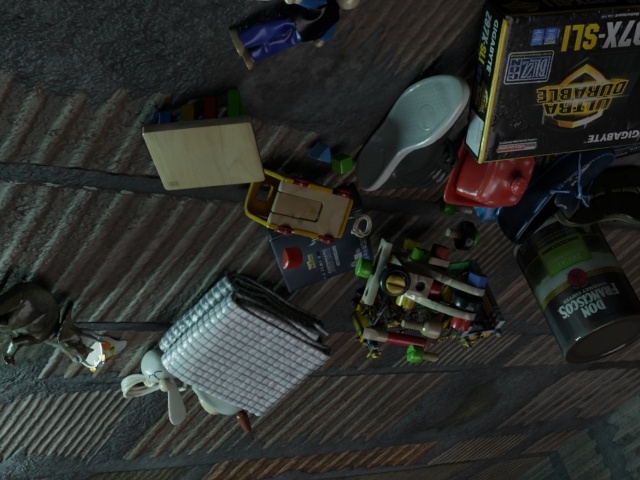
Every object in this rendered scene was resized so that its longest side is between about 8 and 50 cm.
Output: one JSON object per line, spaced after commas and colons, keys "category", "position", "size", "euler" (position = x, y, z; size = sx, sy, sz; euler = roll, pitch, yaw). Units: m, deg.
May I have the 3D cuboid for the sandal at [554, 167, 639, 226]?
{"category": "sandal", "position": [0.595, -0.086, 2.253], "size": [0.303, 0.120, 0.086], "euler": [-2, 174, -27]}

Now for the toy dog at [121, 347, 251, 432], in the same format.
{"category": "toy dog", "position": [-0.247, 0.335, 2.327], "size": [0.334, 0.161, 0.220], "euler": [3, 143, -37]}

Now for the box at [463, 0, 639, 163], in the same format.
{"category": "box", "position": [0.404, -0.266, 1.730], "size": [0.322, 0.079, 0.257], "euler": [-7, 124, -17]}

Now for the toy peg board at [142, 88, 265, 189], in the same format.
{"category": "toy peg board", "position": [-0.176, -0.158, 1.653], "size": [0.161, 0.079, 0.161], "euler": [-5, 150, 3]}

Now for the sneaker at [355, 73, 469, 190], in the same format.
{"category": "sneaker", "position": [0.191, -0.181, 1.817], "size": [0.147, 0.104, 0.296], "euler": [-2, 151, -34]}

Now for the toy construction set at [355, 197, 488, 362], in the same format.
{"category": "toy construction set", "position": [0.154, 0.094, 2.076], "size": [0.237, 0.257, 0.309], "euler": [11, 127, -17]}

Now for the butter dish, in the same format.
{"category": "butter dish", "position": [0.327, -0.119, 1.946], "size": [0.160, 0.118, 0.160], "euler": [5, 111, -36]}

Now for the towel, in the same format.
{"category": "towel", "position": [-0.148, 0.204, 2.159], "size": [0.284, 0.121, 0.235], "euler": [30, 118, -35]}

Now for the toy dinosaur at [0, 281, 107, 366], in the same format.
{"category": "toy dinosaur", "position": [-0.521, 0.125, 1.876], "size": [0.160, 0.121, 0.313], "euler": [-34, 146, -2]}

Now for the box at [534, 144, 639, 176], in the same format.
{"category": "box", "position": [0.548, -0.251, 1.958], "size": [0.296, 0.073, 0.293], "euler": [-15, 150, -10]}

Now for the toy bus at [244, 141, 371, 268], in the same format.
{"category": "toy bus", "position": [-0.032, -0.062, 1.858], "size": [0.191, 0.104, 0.202], "euler": [-36, 127, -23]}

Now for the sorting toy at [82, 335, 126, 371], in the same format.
{"category": "sorting toy", "position": [-0.427, 0.224, 2.157], "size": [0.075, 0.045, 0.083], "euler": [-17, 157, -51]}

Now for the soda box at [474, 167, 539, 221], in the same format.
{"category": "soda box", "position": [0.400, -0.105, 2.105], "size": [0.210, 0.071, 0.067], "euler": [-14, 148, -13]}

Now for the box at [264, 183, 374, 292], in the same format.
{"category": "box", "position": [0.000, 0.000, 2.031], "size": [0.183, 0.059, 0.232], "euler": [-19, 151, -3]}

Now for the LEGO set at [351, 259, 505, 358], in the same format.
{"category": "LEGO set", "position": [0.245, 0.190, 2.374], "size": [0.331, 0.192, 0.255], "euler": [-2, 146, -31]}

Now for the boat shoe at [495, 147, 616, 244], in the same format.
{"category": "boat shoe", "position": [0.454, -0.082, 2.019], "size": [0.109, 0.089, 0.258], "euler": [16, 131, -44]}

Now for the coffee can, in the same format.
{"category": "coffee can", "position": [0.569, 0.103, 2.357], "size": [0.202, 0.275, 0.201], "euler": [-16, 150, -10]}

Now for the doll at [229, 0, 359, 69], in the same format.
{"category": "doll", "position": [-0.030, -0.308, 1.506], "size": [0.189, 0.046, 0.129], "euler": [-24, 152, 5]}
